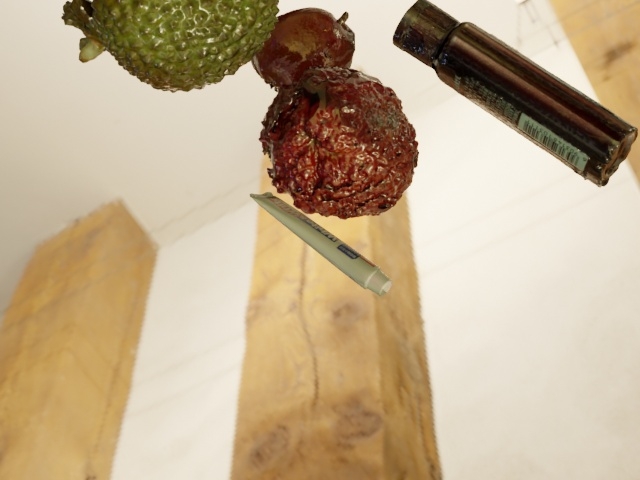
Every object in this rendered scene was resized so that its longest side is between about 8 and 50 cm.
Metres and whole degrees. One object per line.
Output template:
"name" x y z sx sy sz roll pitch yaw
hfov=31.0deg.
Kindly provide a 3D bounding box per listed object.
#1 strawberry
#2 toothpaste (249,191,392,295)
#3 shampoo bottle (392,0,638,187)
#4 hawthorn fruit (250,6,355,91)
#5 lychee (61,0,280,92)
"strawberry" 0.026 -0.168 1.917 0.274 0.274 0.220 -33 168 2
"toothpaste" 0.000 0.000 1.459 0.052 0.218 0.033 -11 133 -58
"shampoo bottle" 0.240 -0.191 1.448 0.323 0.129 0.084 37 -94 17
"hawthorn fruit" -0.022 -0.352 2.144 0.202 0.185 0.185 -39 -153 10
"lychee" -0.220 -0.349 1.702 0.320 0.269 0.270 -15 -154 -10
